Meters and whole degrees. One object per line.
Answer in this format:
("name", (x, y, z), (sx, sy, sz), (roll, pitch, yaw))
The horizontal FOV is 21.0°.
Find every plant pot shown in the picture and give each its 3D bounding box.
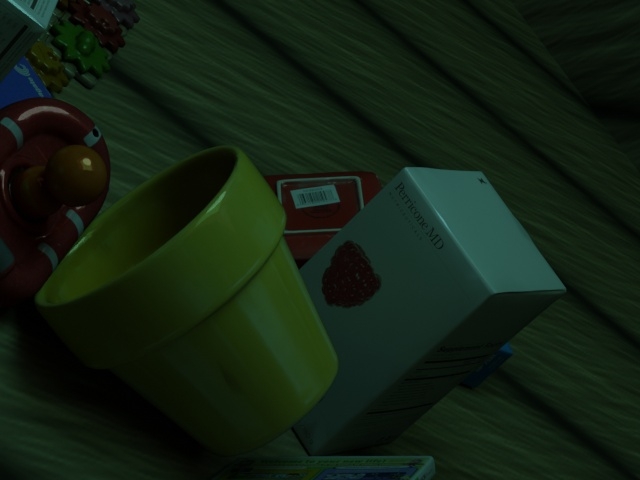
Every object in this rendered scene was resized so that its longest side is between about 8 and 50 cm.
("plant pot", (-0.114, 0.074, 1.698), (0.239, 0.254, 0.254), (55, 23, -19))

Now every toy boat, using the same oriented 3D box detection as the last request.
("toy boat", (-0.268, -0.050, 1.664), (0.151, 0.151, 0.231), (58, 34, -22))

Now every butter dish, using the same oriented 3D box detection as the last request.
("butter dish", (0.000, 0.000, 2.096), (0.160, 0.118, 0.160), (-3, 42, -3))

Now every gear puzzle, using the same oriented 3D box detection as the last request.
("gear puzzle", (-0.314, -0.276, 2.092), (0.175, 0.044, 0.339), (39, 27, -13))

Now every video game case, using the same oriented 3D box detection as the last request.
("video game case", (-0.020, 0.244, 1.629), (0.193, 0.212, 0.023), (-30, 114, -65))

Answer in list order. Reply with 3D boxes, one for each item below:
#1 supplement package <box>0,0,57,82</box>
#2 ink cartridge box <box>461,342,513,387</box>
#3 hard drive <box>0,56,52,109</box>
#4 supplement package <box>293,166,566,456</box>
("supplement package", (-0.360, -0.240, 1.699), (0.145, 0.204, 0.262), (37, 27, -18))
("ink cartridge box", (0.124, 0.089, 2.181), (0.231, 0.078, 0.134), (21, 35, -40))
("hard drive", (-0.380, -0.119, 1.778), (0.210, 0.040, 0.318), (54, 27, 17))
("supplement package", (0.085, 0.077, 1.898), (0.175, 0.293, 0.177), (0, 51, -56))
